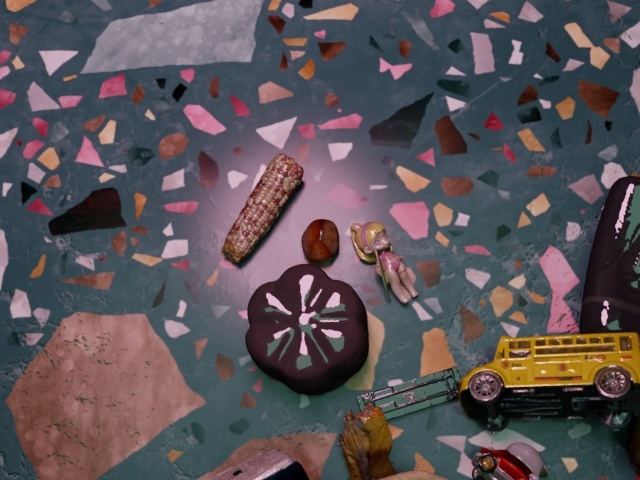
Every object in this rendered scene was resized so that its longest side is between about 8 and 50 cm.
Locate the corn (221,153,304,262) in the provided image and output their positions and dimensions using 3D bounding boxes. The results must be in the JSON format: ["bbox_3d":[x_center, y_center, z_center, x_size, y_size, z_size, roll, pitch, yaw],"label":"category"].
[{"bbox_3d":[-0.116,-0.062,1.852,0.079,0.079,0.237,30,81,7],"label":"corn"}]

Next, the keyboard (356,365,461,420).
[{"bbox_3d":[0.174,0.299,1.798,0.204,0.013,0.061,-17,77,-2],"label":"keyboard"}]

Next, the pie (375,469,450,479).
[{"bbox_3d":[0.152,0.552,1.656,0.337,0.075,0.338,-2,98,-16],"label":"pie"}]

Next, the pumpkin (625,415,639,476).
[{"bbox_3d":[0.680,0.440,1.698,0.221,0.139,0.317,-30,81,-9],"label":"pumpkin"}]

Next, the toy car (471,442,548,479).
[{"bbox_3d":[0.358,0.423,1.727,0.139,0.112,0.112,42,66,19],"label":"toy car"}]

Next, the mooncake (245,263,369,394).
[{"bbox_3d":[-0.024,0.169,1.776,0.244,0.133,0.245,-2,71,5],"label":"mooncake"}]

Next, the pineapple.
[{"bbox_3d":[0.091,0.397,1.721,0.079,0.135,0.233,-15,104,-24],"label":"pineapple"}]

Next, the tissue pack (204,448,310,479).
[{"bbox_3d":[-0.068,0.561,1.442,0.253,0.264,0.417,-26,88,-15],"label":"tissue pack"}]

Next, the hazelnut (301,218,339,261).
[{"bbox_3d":[0.000,0.000,1.841,0.086,0.086,0.086,0,77,1],"label":"hazelnut"}]

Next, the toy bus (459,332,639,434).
[{"bbox_3d":[0.421,0.253,1.713,0.330,0.144,0.152,-5,54,16],"label":"toy bus"}]

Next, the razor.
[{"bbox_3d":[0.620,0.052,1.794,0.204,0.113,0.349,16,77,3],"label":"razor"}]

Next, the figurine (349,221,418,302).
[{"bbox_3d":[0.122,0.040,1.837,0.083,0.083,0.187,-34,91,-7],"label":"figurine"}]
